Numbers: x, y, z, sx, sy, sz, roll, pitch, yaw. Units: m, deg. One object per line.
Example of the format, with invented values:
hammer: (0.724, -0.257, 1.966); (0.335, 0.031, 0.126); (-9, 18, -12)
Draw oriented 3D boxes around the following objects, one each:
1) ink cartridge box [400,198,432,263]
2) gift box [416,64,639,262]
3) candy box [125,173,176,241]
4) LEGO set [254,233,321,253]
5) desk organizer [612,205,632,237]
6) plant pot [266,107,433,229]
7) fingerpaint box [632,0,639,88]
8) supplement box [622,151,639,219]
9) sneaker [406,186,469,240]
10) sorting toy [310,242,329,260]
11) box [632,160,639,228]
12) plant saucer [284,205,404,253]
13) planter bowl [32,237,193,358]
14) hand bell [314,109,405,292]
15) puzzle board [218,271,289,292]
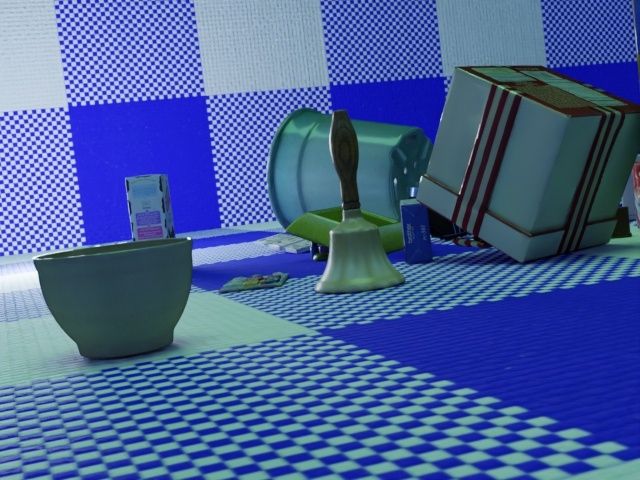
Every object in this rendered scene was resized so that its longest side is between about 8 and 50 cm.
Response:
ink cartridge box: (0.161, -0.020, 1.548); (0.046, 0.097, 0.207); (-6, 4, 6)
gift box: (0.314, -0.120, 1.405); (0.255, 0.258, 0.276); (-6, 29, -35)
candy box: (-0.331, -0.032, 1.806); (0.070, 0.196, 0.165); (-7, 5, -4)
LEGO set: (0.000, 0.000, 2.034); (0.244, 0.060, 0.182); (-18, 15, -33)
desk organizer: (0.450, -0.028, 1.524); (0.130, 0.050, 0.047); (-5, 4, 18)
plant pot: (0.097, -0.169, 2.331); (0.334, 0.341, 0.341); (5, 10, 32)
fingerpaint box: (0.669, -0.188, 1.197); (0.445, 0.370, 0.163); (-4, 5, 42)
supplement box: (0.668, -0.117, 1.863); (0.073, 0.130, 0.239); (-4, 6, 27)
sneaker: (0.277, -0.037, 1.821); (0.232, 0.090, 0.081); (14, 1, -5)
sorting toy: (0.010, 0.013, 1.719); (0.061, 0.042, 0.102); (-6, 4, 11)
box: (0.669, -0.096, 1.612); (0.128, 0.122, 0.257); (-3, 6, 44)
plant saucer: (0.062, -0.024, 1.725); (0.188, 0.045, 0.188); (20, 19, 34)
planter bowl: (-0.206, 0.060, 0.941); (0.162, 0.109, 0.162); (-7, 4, 0)
hand bell: (0.039, -0.057, 1.243); (0.126, 0.241, 0.126); (-7, 4, 0)
puzzle board: (-0.102, 0.063, 1.414); (0.097, 0.011, 0.128); (-6, 4, 3)
